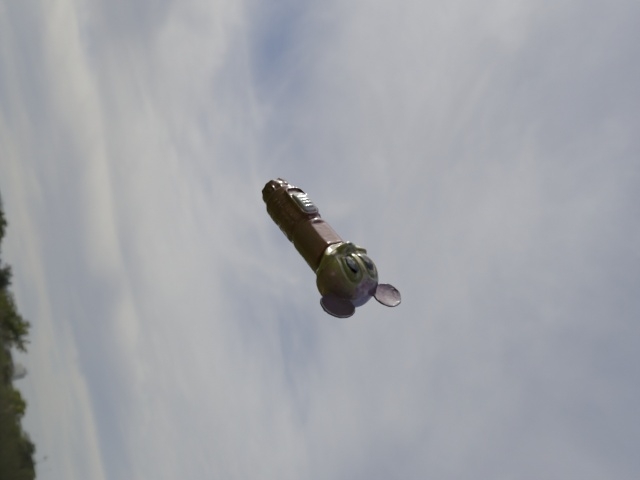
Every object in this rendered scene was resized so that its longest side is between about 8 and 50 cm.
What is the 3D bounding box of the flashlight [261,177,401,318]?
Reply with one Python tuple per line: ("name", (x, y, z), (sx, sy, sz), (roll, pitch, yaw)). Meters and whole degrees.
("flashlight", (0.000, 0.000, 0.419), (0.110, 0.052, 0.031), (51, -45, 36))
